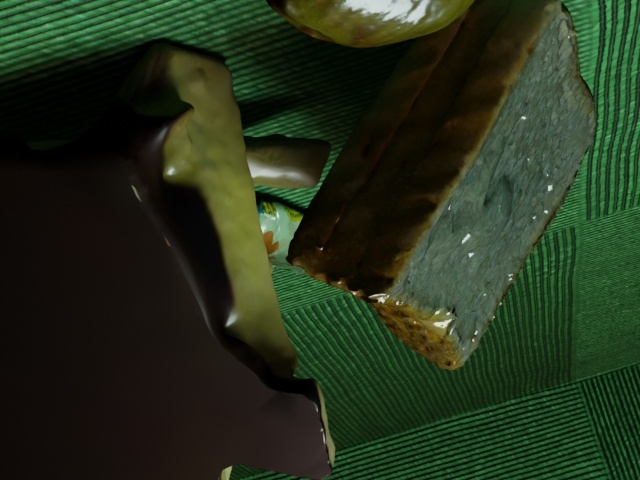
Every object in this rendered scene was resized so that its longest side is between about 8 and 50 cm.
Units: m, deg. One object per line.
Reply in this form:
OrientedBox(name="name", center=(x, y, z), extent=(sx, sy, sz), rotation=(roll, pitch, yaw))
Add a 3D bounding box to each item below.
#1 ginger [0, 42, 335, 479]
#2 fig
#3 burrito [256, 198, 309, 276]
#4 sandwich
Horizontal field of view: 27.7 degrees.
OrientedBox(name="ginger", center=(-0.160, 0.062, 1.040), extent=(0.413, 0.358, 0.211), rotation=(-40, -169, 19))
OrientedBox(name="fig", center=(0.036, -0.183, 0.723), extent=(0.166, 0.144, 0.154), rotation=(-34, 155, 10))
OrientedBox(name="burrito", center=(0.000, 0.000, 1.328), extent=(0.104, 0.054, 0.288), rotation=(-26, 157, 23))
OrientedBox(name="sandwich", center=(0.116, -0.047, 1.022), extent=(0.271, 0.099, 0.301), rotation=(-55, 156, -2))
